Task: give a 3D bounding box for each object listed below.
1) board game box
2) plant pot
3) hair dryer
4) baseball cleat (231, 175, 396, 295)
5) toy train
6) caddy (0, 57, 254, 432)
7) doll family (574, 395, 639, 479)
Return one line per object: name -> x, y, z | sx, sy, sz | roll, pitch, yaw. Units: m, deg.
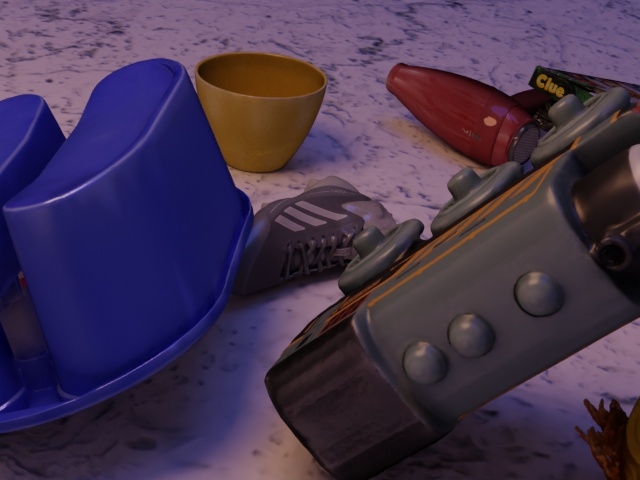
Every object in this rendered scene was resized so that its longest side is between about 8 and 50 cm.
board game box -> 0.357, -0.148, 1.372 | 0.136, 0.030, 0.260 | 38, 24, 33
plant pot -> -0.064, -0.126, 1.243 | 0.134, 0.095, 0.134 | 5, 28, -3
hair dryer -> 0.214, -0.135, 1.370 | 0.293, 0.080, 0.223 | 17, 19, -4
baseball cleat -> 0.000, 0.000, 1.041 | 0.109, 0.072, 0.206 | 24, 35, 18
toy train -> 0.113, 0.030, 0.780 | 0.142, 0.334, 0.190 | 52, 32, -6
caddy -> -0.181, 0.007, 0.878 | 0.241, 0.179, 0.341 | -14, 24, 13
doll family -> 0.249, 0.088, 0.800 | 0.118, 0.163, 0.263 | 24, 54, 17
